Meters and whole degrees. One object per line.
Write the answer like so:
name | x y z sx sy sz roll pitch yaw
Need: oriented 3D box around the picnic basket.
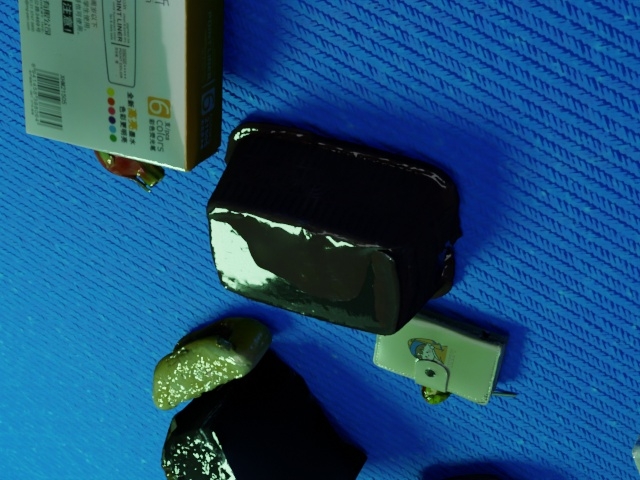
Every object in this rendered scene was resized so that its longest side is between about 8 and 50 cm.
picnic basket | 0.000 0.000 1.287 0.297 0.129 0.222 15 135 21

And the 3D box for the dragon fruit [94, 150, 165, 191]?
dragon fruit | -0.229 -0.112 1.361 0.116 0.081 0.086 56 156 -4

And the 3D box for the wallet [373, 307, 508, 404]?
wallet | 0.146 0.134 1.380 0.155 0.039 0.110 19 130 16

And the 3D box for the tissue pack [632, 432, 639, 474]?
tissue pack | 0.530 0.277 1.247 0.325 0.071 0.170 -4 123 34

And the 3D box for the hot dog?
hot dog | -0.164 0.164 1.566 0.242 0.084 0.073 -29 105 44

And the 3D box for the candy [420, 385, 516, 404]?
candy | 0.186 0.192 1.418 0.123 0.035 0.035 3 160 19

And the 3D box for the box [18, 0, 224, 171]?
box | -0.213 -0.227 1.207 0.221 0.091 0.274 16 120 19

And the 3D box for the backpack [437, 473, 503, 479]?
backpack | 0.199 0.421 1.525 0.229 0.139 0.229 17 132 20

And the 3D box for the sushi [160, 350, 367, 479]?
sushi | -0.107 0.321 1.570 0.227 0.215 0.212 48 136 -14
